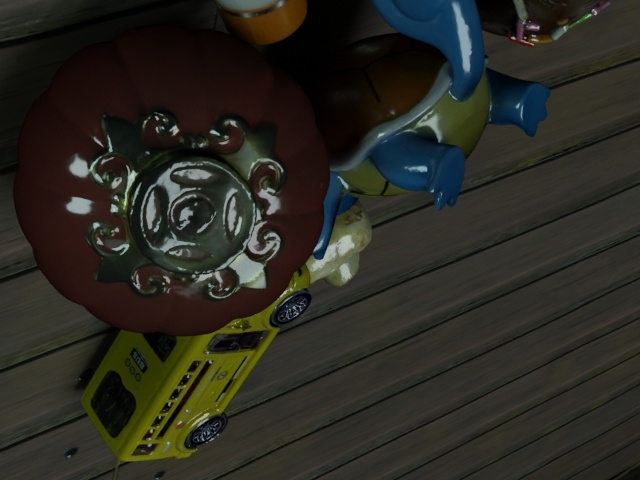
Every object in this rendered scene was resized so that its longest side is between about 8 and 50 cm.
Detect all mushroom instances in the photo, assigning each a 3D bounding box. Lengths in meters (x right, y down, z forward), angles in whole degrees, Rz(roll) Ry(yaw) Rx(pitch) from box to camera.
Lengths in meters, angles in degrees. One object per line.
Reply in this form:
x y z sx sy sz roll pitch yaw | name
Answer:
0.000 0.000 1.775 0.148 0.148 0.112 -41 108 0 | mushroom

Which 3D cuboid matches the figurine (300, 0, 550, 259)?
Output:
0.072 -0.119 1.483 0.298 0.243 0.416 -49 180 -38 | figurine

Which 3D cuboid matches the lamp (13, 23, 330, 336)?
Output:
-0.140 -0.057 1.365 0.303 0.257 0.303 -4 106 -13 | lamp

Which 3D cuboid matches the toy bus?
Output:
-0.153 0.118 1.729 0.151 0.145 0.331 -2 135 -47 | toy bus

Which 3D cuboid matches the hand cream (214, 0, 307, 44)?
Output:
-0.086 -0.304 1.280 0.139 0.089 0.314 -34 147 -14 | hand cream

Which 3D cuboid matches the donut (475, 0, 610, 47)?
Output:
0.181 -0.316 1.407 0.136 0.259 0.345 -47 156 -12 | donut
